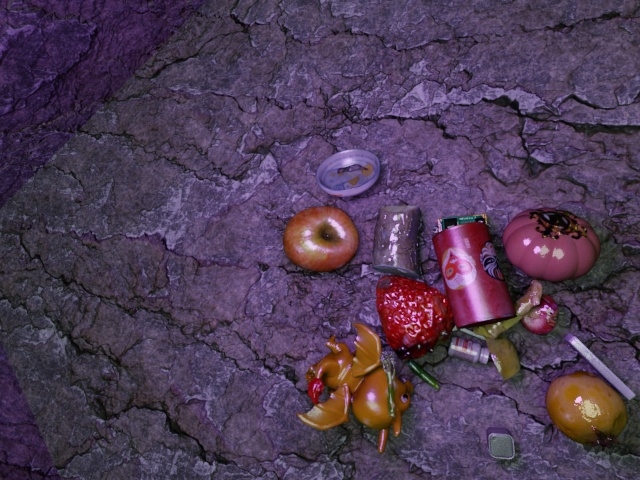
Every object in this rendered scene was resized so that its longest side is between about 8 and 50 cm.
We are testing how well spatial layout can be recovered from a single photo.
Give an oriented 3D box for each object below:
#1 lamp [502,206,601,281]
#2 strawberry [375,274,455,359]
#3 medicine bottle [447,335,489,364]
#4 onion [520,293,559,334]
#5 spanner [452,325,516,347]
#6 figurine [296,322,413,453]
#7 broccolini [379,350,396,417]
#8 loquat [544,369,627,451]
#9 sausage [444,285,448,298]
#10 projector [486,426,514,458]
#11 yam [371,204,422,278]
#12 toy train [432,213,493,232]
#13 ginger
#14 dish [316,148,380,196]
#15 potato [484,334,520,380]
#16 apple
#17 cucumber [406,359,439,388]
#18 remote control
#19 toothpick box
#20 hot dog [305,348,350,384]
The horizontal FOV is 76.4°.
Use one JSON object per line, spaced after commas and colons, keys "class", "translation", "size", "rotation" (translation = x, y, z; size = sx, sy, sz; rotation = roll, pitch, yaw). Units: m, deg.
{"class": "lamp", "translation": [0.800, 0.025, 1.434], "size": [0.306, 0.239, 0.305], "rotation": [-1, 40, 1]}
{"class": "strawberry", "translation": [0.353, 0.267, 1.514], "size": [0.292, 0.292, 0.309], "rotation": [-13, 81, 15]}
{"class": "medicine bottle", "translation": [0.560, 0.418, 1.540], "size": [0.140, 0.079, 0.079], "rotation": [14, 87, 19]}
{"class": "onion", "translation": [0.811, 0.265, 1.479], "size": [0.150, 0.140, 0.150], "rotation": [-16, 72, 59]}
{"class": "spanner", "translation": [0.617, 0.369, 1.562], "size": [0.255, 0.015, 0.054], "rotation": [20, 91, 19]}
{"class": "figurine", "translation": [0.133, 0.563, 1.524], "size": [0.387, 0.268, 0.401], "rotation": [34, 71, 11]}
{"class": "broccolini", "translation": [0.229, 0.489, 1.393], "size": [0.058, 0.067, 0.216], "rotation": [1, 76, 6]}
{"class": "loquat", "translation": [0.878, 0.561, 1.345], "size": [0.244, 0.244, 0.243], "rotation": [-2, 82, 17]}
{"class": "sausage", "translation": [0.534, 0.173, 1.581], "size": [0.103, 0.076, 0.302], "rotation": [-2, 82, 17]}
{"class": "projector", "translation": [0.649, 0.731, 1.470], "size": [0.083, 0.082, 0.083], "rotation": [-4, 81, 17]}
{"class": "yam", "translation": [0.310, -0.003, 1.620], "size": [0.203, 0.201, 0.271], "rotation": [5, 78, 17]}
{"class": "toy train", "translation": [0.550, -0.054, 1.575], "size": [0.228, 0.136, 0.091], "rotation": [-5, 81, 18]}
{"class": "ginger", "translation": [0.684, 0.256, 1.481], "size": [0.086, 0.131, 0.294], "rotation": [44, 110, -4]}
{"class": "dish", "translation": [0.128, -0.258, 1.739], "size": [0.274, 0.133, 0.273], "rotation": [-9, 47, 10]}
{"class": "potato", "translation": [0.664, 0.412, 1.470], "size": [0.081, 0.120, 0.149], "rotation": [-31, 86, 24]}
{"class": "apple", "translation": [0.000, 0.000, 1.696], "size": [0.309, 0.250, 0.277], "rotation": [18, 73, -2]}
{"class": "cucumber", "translation": [0.396, 0.522, 1.599], "size": [0.168, 0.039, 0.039], "rotation": [39, 95, 16]}
{"class": "remote control", "translation": [0.957, 0.431, 1.404], "size": [0.034, 0.103, 0.250], "rotation": [-44, 72, 10]}
{"class": "toothpick box", "translation": [0.532, 0.125, 1.428], "size": [0.204, 0.204, 0.333], "rotation": [-15, 70, 15]}
{"class": "hot dog", "translation": [0.035, 0.526, 1.698], "size": [0.236, 0.062, 0.092], "rotation": [-43, 70, 7]}
